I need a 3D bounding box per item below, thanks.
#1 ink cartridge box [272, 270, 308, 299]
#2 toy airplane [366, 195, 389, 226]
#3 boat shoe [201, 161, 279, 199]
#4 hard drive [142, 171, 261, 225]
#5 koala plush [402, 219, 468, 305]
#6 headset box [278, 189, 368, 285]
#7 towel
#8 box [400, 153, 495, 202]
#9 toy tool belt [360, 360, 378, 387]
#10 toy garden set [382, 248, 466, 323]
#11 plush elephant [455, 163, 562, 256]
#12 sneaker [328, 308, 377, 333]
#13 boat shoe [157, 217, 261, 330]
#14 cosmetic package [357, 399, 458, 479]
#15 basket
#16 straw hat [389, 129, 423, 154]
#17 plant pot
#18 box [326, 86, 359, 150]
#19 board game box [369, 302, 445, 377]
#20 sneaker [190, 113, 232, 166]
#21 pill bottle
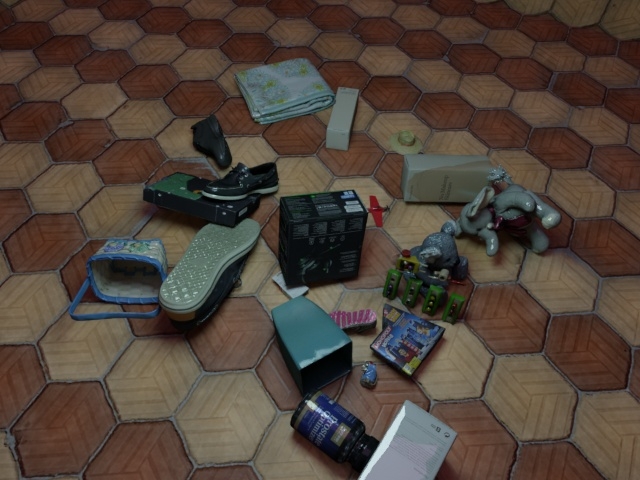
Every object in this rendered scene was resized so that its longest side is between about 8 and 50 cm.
[{"bbox_3d":[-0.099,0.146,1.636,0.063,0.029,0.115,-37,62,-25],"label":"ink cartridge box"},{"bbox_3d":[0.179,-0.114,1.839,0.151,0.028,0.151,1,55,-2],"label":"toy airplane"},{"bbox_3d":[-0.268,-0.219,1.760,0.127,0.113,0.340,29,28,36],"label":"boat shoe"},{"bbox_3d":[-0.407,-0.149,1.760,0.339,0.064,0.237,16,23,9],"label":"hard drive"},{"bbox_3d":[0.364,0.052,1.602,0.203,0.221,0.196,33,59,21],"label":"koala plush"},{"bbox_3d":[0.000,0.000,1.587,0.247,0.282,0.131,-8,40,-14],"label":"headset box"},{"bbox_3d":[-0.161,-0.665,2.201,0.375,0.090,0.320,-17,57,-15],"label":"towel"},{"bbox_3d":[0.459,-0.228,1.850,0.312,0.147,0.121,0,37,-1],"label":"box"},{"bbox_3d":[0.142,0.379,1.456,0.052,0.051,0.083,11,53,6],"label":"toy tool belt"},{"bbox_3d":[0.318,0.147,1.537,0.245,0.203,0.049,21,42,14],"label":"toy garden set"},{"bbox_3d":[0.589,-0.070,1.685,0.256,0.272,0.330,-33,71,-1],"label":"plush elephant"},{"bbox_3d":[0.097,0.253,1.545,0.171,0.074,0.063,-10,51,19],"label":"sneaker"},{"bbox_3d":[-0.340,0.087,1.600,0.187,0.155,0.500,14,39,11],"label":"boat shoe"},{"bbox_3d":[0.167,0.599,1.207,0.155,0.196,0.365,31,57,19],"label":"cosmetic package"},{"bbox_3d":[-0.593,0.125,1.526,0.255,0.201,0.288,-1,44,-4],"label":"basket"},{"bbox_3d":[0.351,-0.416,2.050,0.145,0.061,0.144,1,53,-2],"label":"straw hat"},{"bbox_3d":[-0.040,0.287,1.459,0.166,0.165,0.234,-25,50,-19],"label":"plant pot"},{"bbox_3d":[0.092,-0.503,2.076,0.094,0.113,0.275,10,52,6],"label":"box"},{"bbox_3d":[0.241,0.289,1.522,0.194,0.060,0.194,34,59,22],"label":"board game box"},{"bbox_3d":[-0.432,-0.376,1.981,0.130,0.109,0.286,-23,50,-6],"label":"sneaker"},{"bbox_3d":[0.039,0.499,1.320,0.219,0.122,0.123,31,58,20],"label":"pill bottle"}]
